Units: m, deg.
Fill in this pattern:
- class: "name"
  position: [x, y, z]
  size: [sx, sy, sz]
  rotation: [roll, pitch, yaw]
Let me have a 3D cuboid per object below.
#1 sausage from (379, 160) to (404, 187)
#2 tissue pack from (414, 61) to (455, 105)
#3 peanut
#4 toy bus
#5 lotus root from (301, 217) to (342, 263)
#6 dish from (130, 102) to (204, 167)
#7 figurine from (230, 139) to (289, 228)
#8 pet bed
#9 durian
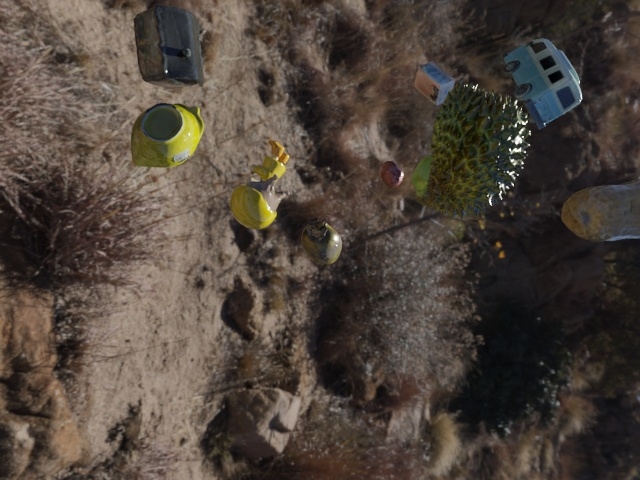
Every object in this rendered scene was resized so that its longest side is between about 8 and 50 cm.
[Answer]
- class: "sausage"
  position: [0.188, -0.177, 1.226]
  size: [0.059, 0.054, 0.094]
  rotation: [34, 20, -21]
- class: "tissue pack"
  position: [0.296, -0.411, 1.210]
  size: [0.094, 0.059, 0.074]
  rotation: [52, -20, 28]
- class: "peanut"
  position: [0.722, -0.069, 1.090]
  size: [0.159, 0.291, 0.143]
  rotation: [26, 58, -83]
- class: "toy bus"
  position: [0.669, -0.491, 1.405]
  size: [0.133, 0.165, 0.271]
  rotation: [37, 38, -37]
- class: "lotus root"
  position: [-0.002, 0.001, 1.701]
  size: [0.278, 0.154, 0.154]
  rotation: [68, 14, -69]
- class: "dish"
  position: [-0.355, -0.257, 1.065]
  size: [0.149, 0.207, 0.080]
  rotation: [39, -18, -1]
- class: "figurine"
  position: [-0.228, -0.213, 1.818]
  size: [0.215, 0.187, 0.343]
  rotation: [35, 75, -59]
- class: "pet bed"
  position: [-0.426, -0.563, 1.355]
  size: [0.183, 0.159, 0.210]
  rotation: [-14, 103, -63]
- class: "durian"
  position: [0.266, -0.154, 0.822]
  size: [0.200, 0.177, 0.236]
  rotation: [-78, 178, -60]
